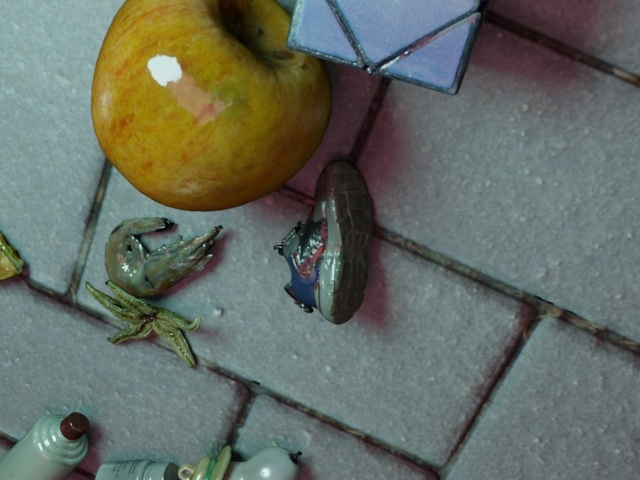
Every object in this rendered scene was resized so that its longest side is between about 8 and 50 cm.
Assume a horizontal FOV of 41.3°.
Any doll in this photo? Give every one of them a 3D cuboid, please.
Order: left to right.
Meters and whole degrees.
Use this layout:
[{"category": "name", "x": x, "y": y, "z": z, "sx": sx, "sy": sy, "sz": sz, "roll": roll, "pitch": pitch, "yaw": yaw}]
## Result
[{"category": "doll", "x": -0.100, "y": 0.464, "z": 1.388, "sx": 0.208, "sy": 0.144, "sz": 0.271, "roll": -15, "pitch": 104, "yaw": 9}]

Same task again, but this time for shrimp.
[{"category": "shrimp", "x": -0.243, "y": 0.011, "z": 1.284, "sx": 0.223, "sy": 0.047, "sz": 0.126, "roll": -27, "pitch": 96, "yaw": 26}]

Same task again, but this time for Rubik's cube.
[{"category": "Rubik's cube", "x": 0.097, "y": -0.306, "z": 0.974, "sx": 0.205, "sy": 0.207, "sz": 0.205, "roll": 17, "pitch": 114, "yaw": 5}]

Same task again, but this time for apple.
[{"category": "apple", "x": -0.142, "y": -0.172, "z": 1.042, "sx": 0.275, "sy": 0.299, "sz": 0.299, "roll": -35, "pitch": 101, "yaw": 32}]

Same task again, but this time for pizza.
[{"category": "pizza", "x": -0.550, "y": 0.005, "z": 1.353, "sx": 0.175, "sy": 0.046, "sz": 0.134, "roll": 17, "pitch": 116, "yaw": 6}]

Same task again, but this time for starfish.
[{"category": "starfish", "x": -0.272, "y": 0.128, "z": 1.326, "sx": 0.217, "sy": 0.050, "sz": 0.223, "roll": -22, "pitch": 121, "yaw": 31}]

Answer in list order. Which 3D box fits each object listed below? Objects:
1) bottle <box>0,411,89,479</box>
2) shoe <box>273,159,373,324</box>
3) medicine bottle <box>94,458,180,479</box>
[{"category": "bottle", "x": -0.479, "y": 0.376, "z": 1.465, "sx": 0.104, "sy": 0.104, "sz": 0.245, "roll": 42, "pitch": 116, "yaw": -6}, {"category": "shoe", "x": 0.000, "y": 0.000, "z": 1.194, "sx": 0.125, "sy": 0.099, "sz": 0.227, "roll": 5, "pitch": 94, "yaw": 38}, {"category": "medicine bottle", "x": -0.312, "y": 0.416, "z": 1.453, "sx": 0.130, "sy": 0.080, "sz": 0.080, "roll": -7, "pitch": 111, "yaw": 16}]
